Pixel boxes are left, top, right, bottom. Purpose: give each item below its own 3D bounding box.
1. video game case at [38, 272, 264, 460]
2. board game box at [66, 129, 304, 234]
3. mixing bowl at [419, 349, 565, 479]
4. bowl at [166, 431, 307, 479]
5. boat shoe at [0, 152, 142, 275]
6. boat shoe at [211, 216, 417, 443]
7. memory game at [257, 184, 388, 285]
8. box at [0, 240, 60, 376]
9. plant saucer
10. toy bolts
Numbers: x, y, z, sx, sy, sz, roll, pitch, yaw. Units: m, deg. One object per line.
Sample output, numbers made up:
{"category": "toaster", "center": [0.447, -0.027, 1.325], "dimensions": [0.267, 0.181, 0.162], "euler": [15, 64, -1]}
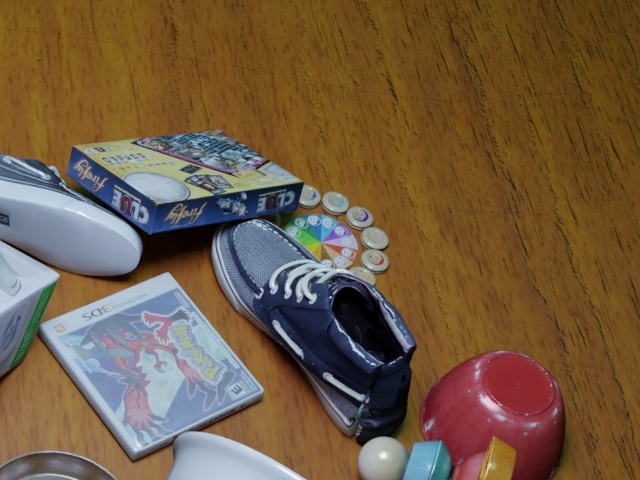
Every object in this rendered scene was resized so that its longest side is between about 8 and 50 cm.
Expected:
{"category": "video game case", "center": [-0.194, 0.139, 1.898], "dimensions": [0.183, 0.023, 0.201], "euler": [-23, 60, -34]}
{"category": "board game box", "center": [-0.162, -0.075, 2.020], "dimensions": [0.243, 0.042, 0.165], "euler": [-10, 34, -45]}
{"category": "mixing bowl", "center": [0.215, 0.196, 1.940], "dimensions": [0.181, 0.098, 0.181], "euler": [9, 47, -10]}
{"category": "bowl", "center": [-0.058, 0.330, 1.620], "dimensions": [0.298, 0.298, 0.134], "euler": [32, 65, 11]}
{"category": "boat shoe", "center": [-0.345, -0.049, 1.967], "dimensions": [0.301, 0.108, 0.102], "euler": [16, 47, 5]}
{"category": "boat shoe", "center": [-0.005, 0.063, 1.932], "dimensions": [0.127, 0.158, 0.340], "euler": [-29, 63, -27]}
{"category": "memory game", "center": [0.000, 0.000, 2.102], "dimensions": [0.186, 0.012, 0.186], "euler": [10, 46, -11]}
{"category": "box", "center": [-0.453, 0.056, 1.758], "dimensions": [0.262, 0.127, 0.231], "euler": [29, 19, 7]}
{"category": "plant saucer", "center": [-0.277, 0.296, 1.721], "dimensions": [0.168, 0.029, 0.168], "euler": [10, 46, -11]}
{"category": "toy bolts", "center": [0.109, 0.269, 1.776], "dimensions": [0.158, 0.218, 0.228], "euler": [17, 24, 4]}
